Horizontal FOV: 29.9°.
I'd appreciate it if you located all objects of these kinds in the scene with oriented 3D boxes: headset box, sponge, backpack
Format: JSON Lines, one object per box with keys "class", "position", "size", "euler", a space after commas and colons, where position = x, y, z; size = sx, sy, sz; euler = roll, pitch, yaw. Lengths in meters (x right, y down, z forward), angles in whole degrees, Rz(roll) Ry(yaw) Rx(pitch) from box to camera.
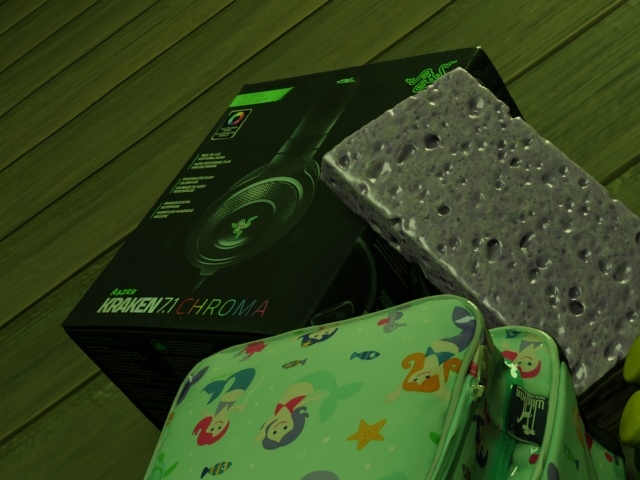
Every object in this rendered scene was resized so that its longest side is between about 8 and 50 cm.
{"class": "headset box", "position": [0.000, 0.000, 0.859], "size": [0.246, 0.131, 0.283], "euler": [-1, 45, 45]}
{"class": "sponge", "position": [0.112, -0.007, 0.705], "size": [0.117, 0.031, 0.210], "euler": [-35, 66, -24]}
{"class": "backpack", "position": [0.022, 0.162, 0.569], "size": [0.225, 0.191, 0.254], "euler": [-16, 41, 31]}

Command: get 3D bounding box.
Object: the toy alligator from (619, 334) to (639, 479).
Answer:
{"class": "toy alligator", "position": [0.177, 0.109, 0.604], "size": [0.051, 0.056, 0.190], "euler": [111, 178, -47]}
